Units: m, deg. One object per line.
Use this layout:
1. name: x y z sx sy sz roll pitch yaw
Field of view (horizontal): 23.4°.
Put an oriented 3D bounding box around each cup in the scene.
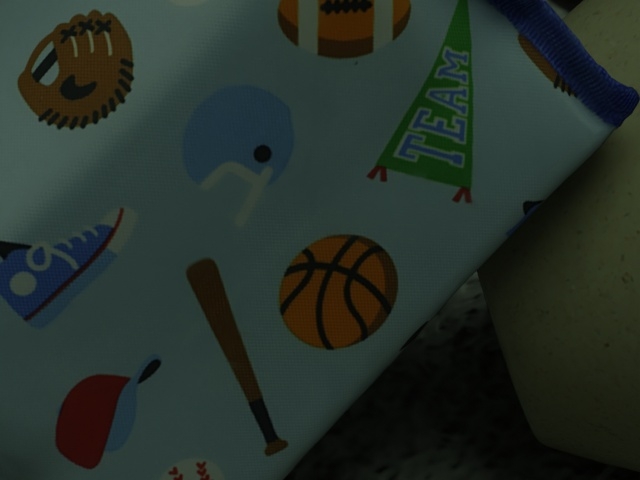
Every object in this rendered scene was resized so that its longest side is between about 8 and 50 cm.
1. cup: 0.201 -0.008 0.778 0.237 0.331 0.331 -17 46 9

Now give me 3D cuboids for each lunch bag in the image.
1. lunch bag: -0.099 -0.070 0.767 0.328 0.239 0.385 -44 28 2
